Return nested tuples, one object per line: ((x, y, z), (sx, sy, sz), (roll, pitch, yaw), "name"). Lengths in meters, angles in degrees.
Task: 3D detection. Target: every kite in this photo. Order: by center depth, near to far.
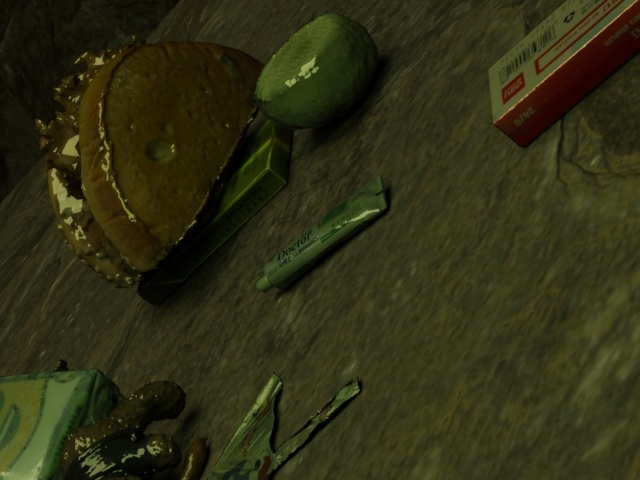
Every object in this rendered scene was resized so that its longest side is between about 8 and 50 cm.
((-0.065, 0.250, 1.415), (0.314, 0.011, 0.335), (-43, 23, 22), "kite")

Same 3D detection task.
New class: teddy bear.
((-0.245, 0.272, 1.595), (0.182, 0.129, 0.251), (-60, 17, 25), "teddy bear")

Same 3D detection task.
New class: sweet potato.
((-0.151, 0.268, 1.548), (0.026, 0.026, 0.115), (-31, 29, 46), "sweet potato")

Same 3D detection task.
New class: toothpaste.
((0.000, 0.000, 1.658), (0.218, 0.041, 0.064), (-38, 35, 27), "toothpaste")

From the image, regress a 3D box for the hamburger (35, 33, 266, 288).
((-0.292, -0.155, 2.086), (0.268, 0.287, 0.445), (-33, 24, 47), "hamburger")

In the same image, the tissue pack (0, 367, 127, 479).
((-0.430, 0.295, 1.810), (0.310, 0.128, 0.228), (-6, 42, 27), "tissue pack")

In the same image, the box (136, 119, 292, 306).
((-0.162, -0.046, 2.082), (0.311, 0.043, 0.173), (-42, 22, 24), "box")

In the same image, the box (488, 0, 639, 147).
((0.271, -0.205, 1.391), (0.229, 0.050, 0.123), (-41, 24, 27), "box")

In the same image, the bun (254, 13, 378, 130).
((-0.003, -0.230, 1.937), (0.195, 0.118, 0.195), (-37, 26, 22), "bun")

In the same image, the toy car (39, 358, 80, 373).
((-0.385, 0.256, 1.994), (0.112, 0.112, 0.139), (-61, 5, 26), "toy car")
